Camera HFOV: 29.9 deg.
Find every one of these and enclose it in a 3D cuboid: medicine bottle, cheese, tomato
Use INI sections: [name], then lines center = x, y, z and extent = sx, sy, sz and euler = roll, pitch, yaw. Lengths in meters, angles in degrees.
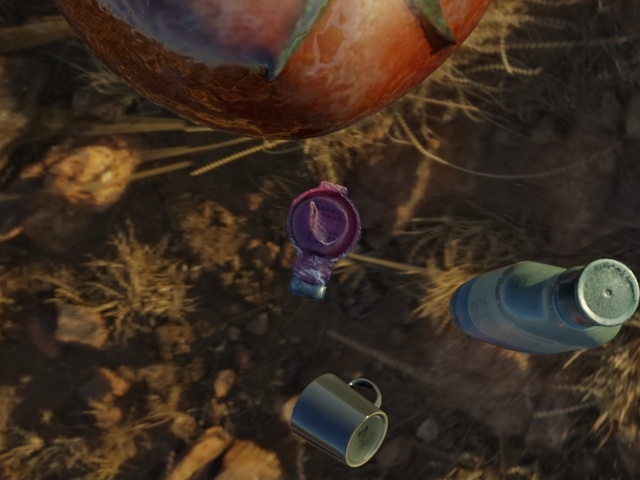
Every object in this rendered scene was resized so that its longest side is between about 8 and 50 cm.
[medicine bottle]
center = 0.156, 0.046, 0.826
extent = 0.090, 0.208, 0.053
euler = 17, 79, -7
[cheese]
center = 0.000, 0.000, 1.451
extent = 0.095, 0.038, 0.145
euler = 17, 80, -9
[tomato]
center = -0.035, -0.190, 0.667
extent = 0.265, 0.265, 0.264
euler = 0, 90, 16

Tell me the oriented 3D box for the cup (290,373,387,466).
[cup]
center = 0.030, 0.187, 1.284
extent = 0.077, 0.100, 0.078
euler = 29, 142, 34
